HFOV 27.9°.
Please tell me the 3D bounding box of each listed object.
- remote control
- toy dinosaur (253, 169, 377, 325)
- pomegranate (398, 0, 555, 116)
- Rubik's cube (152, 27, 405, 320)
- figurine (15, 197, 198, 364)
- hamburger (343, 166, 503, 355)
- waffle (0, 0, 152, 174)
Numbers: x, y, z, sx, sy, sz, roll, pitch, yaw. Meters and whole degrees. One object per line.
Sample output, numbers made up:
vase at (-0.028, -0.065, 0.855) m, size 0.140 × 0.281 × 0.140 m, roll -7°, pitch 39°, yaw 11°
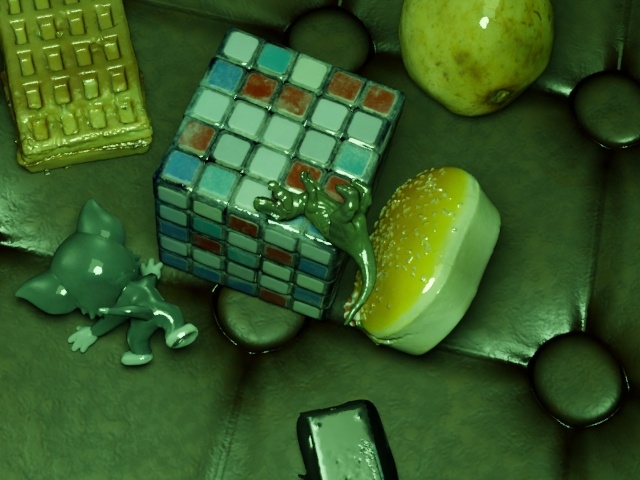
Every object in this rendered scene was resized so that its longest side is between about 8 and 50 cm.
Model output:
remote control at (0.065, 0.418, 1.828) m, size 0.144 × 0.062 × 0.399 m, roll -12°, pitch 67°, yaw -11°
toy dinosaur at (0.000, 0.000, 1.733) m, size 0.187 × 0.087 × 0.179 m, roll 19°, pitch 103°, yaw 19°
pomegranate at (0.251, -0.339, 2.097) m, size 0.260 × 0.260 × 0.260 m, roll 2°, pitch 65°, yaw -4°
Rubik's cube at (-0.066, -0.091, 1.932) m, size 0.293 × 0.287 × 0.292 m, roll 22°, pitch 66°, yaw 5°
figurine at (-0.309, 0.090, 1.910) m, size 0.193 × 0.140 × 0.265 m, roll -48°, pitch 53°, yaw -4°
hamburger at (0.152, 0.027, 1.937) m, size 0.151 × 0.227 × 0.295 m, roll 36°, pitch 61°, yaw -14°
waffle at (-0.405, -0.278, 2.096) m, size 0.224 × 0.098 × 0.328 m, roll -12°, pitch 66°, yaw -8°
